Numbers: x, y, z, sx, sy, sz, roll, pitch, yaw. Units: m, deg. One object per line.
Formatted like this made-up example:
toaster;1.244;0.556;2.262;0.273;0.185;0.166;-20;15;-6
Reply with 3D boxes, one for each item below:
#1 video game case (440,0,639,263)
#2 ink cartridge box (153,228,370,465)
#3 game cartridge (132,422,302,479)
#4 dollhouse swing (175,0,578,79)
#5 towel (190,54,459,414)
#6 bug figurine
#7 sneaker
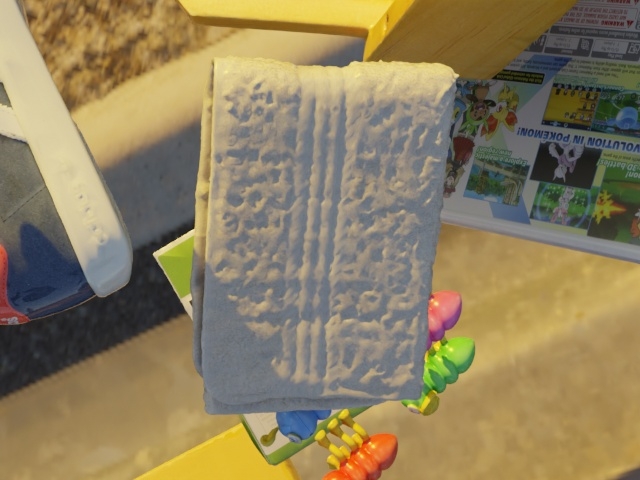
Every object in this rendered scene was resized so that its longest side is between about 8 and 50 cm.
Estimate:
video game case;0.244;-0.140;1.291;0.036;0.329;0.300;21;85;-45
ink cartridge box;-0.037;0.066;1.445;0.189;0.097;0.255;-31;108;-9
game cartridge;-0.114;0.405;1.650;0.285;0.053;0.323;-28;76;7
dollhouse swing;0.039;-0.344;1.187;0.305;0.315;0.346;9;78;-10
towel;0.000;0.000;1.073;0.187;0.049;0.282;-1;112;-16
bug figurine;0.051;0.137;1.266;0.216;0.072;0.279;-44;153;-11
sneaker;-0.248;-0.107;0.907;0.148;0.131;0.350;-24;88;-5
